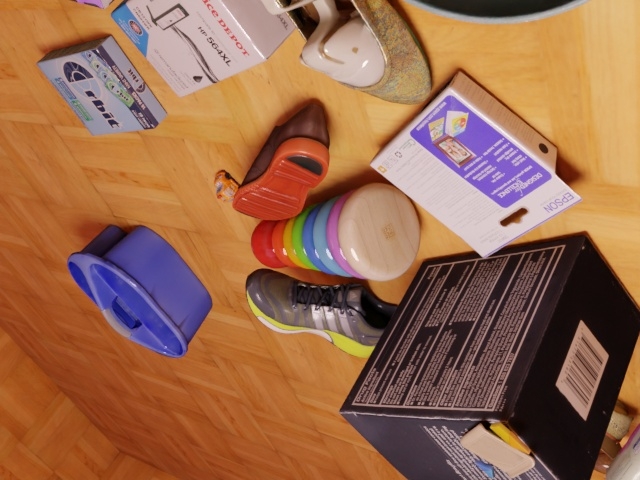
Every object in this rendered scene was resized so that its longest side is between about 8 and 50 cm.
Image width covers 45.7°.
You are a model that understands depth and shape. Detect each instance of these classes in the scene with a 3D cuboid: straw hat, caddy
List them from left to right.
[{"bbox_3d":[-0.403,0.122,1.674,0.241,0.179,0.341,2,137,43],"label":"caddy"},{"bbox_3d":[0.459,0.286,1.201,0.144,0.144,0.061,41,106,-11],"label":"straw hat"}]

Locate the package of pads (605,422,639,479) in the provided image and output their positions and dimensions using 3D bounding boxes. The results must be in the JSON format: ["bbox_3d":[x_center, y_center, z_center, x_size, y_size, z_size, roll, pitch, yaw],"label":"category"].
[{"bbox_3d":[0.575,0.318,1.017,0.296,0.101,0.229,28,112,10],"label":"package of pads"}]

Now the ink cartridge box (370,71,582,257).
[{"bbox_3d":[0.193,-0.087,0.960,0.208,0.045,0.206,39,148,-6],"label":"ink cartridge box"}]

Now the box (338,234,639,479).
[{"bbox_3d":[0.234,0.171,1.037,0.294,0.296,0.183,-11,127,51],"label":"box"}]

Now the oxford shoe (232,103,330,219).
[{"bbox_3d":[-0.054,-0.106,1.124,0.097,0.098,0.271,20,153,-22],"label":"oxford shoe"}]

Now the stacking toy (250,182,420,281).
[{"bbox_3d":[0.000,0.000,1.191,0.141,0.141,0.330,48,151,-22],"label":"stacking toy"}]

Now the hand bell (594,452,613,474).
[{"bbox_3d":[0.445,0.384,1.341,0.242,0.126,0.126,3,138,23],"label":"hand bell"}]

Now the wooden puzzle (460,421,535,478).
[{"bbox_3d":[0.200,0.236,0.857,0.078,0.014,0.116,38,149,2],"label":"wooden puzzle"}]

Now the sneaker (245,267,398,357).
[{"bbox_3d":[0.012,0.107,1.306,0.300,0.111,0.121,20,141,-26],"label":"sneaker"}]

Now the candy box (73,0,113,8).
[{"bbox_3d":[-0.370,-0.415,1.013,0.196,0.070,0.165,20,146,21],"label":"candy box"}]

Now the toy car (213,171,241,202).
[{"bbox_3d":[-0.134,-0.086,1.270,0.122,0.040,0.060,-1,134,44],"label":"toy car"}]

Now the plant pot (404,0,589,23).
[{"bbox_3d":[0.136,-0.333,0.532,0.293,0.196,0.293,25,148,17],"label":"plant pot"}]

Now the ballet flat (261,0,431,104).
[{"bbox_3d":[-0.004,-0.262,0.839,0.123,0.123,0.348,-7,130,47],"label":"ballet flat"}]

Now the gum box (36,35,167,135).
[{"bbox_3d":[-0.363,-0.251,1.258,0.184,0.041,0.157,2,136,42],"label":"gum box"}]

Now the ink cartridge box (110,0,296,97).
[{"bbox_3d":[-0.151,-0.284,0.972,0.203,0.086,0.148,-8,129,49],"label":"ink cartridge box"}]
